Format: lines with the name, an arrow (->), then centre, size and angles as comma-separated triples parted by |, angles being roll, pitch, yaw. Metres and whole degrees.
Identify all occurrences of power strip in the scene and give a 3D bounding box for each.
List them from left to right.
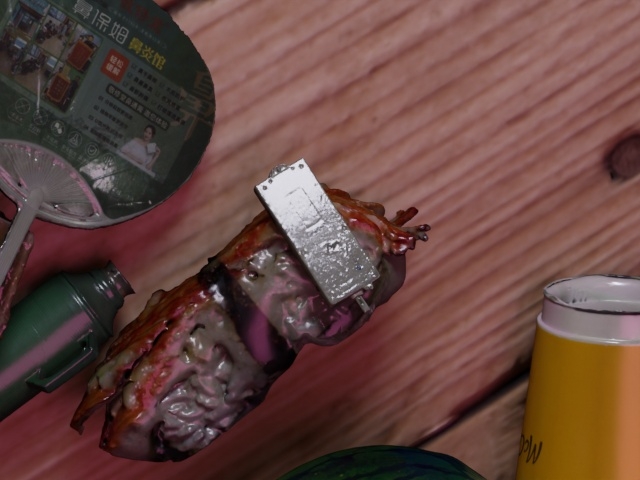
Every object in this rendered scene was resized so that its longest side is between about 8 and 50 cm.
power strip -> 0.000, 0.000, 1.485 | 0.051, 0.019, 0.136 | -32, 82, -14

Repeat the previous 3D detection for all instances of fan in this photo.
fan -> -0.212, -0.094, 1.435 | 0.294, 0.012, 0.223 | -38, 111, -28

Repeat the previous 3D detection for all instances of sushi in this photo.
sushi -> -0.057, 0.065, 1.556 | 0.332, 0.124, 0.130 | -42, 105, 0

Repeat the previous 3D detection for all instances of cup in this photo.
cup -> 0.262, 0.181, 1.713 | 0.196, 0.196, 0.280 | -6, 105, -21

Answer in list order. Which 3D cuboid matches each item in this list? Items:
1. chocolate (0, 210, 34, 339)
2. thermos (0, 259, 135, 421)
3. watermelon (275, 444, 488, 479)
chocolate -> -0.372, -0.024, 1.397 | 0.321, 0.112, 0.112 | 25, 92, -29
thermos -> -0.233, 0.085, 1.512 | 0.187, 0.083, 0.073 | -38, 98, -7
watermelon -> 0.047, 0.349, 1.599 | 0.363, 0.363, 0.363 | -9, 113, -20
